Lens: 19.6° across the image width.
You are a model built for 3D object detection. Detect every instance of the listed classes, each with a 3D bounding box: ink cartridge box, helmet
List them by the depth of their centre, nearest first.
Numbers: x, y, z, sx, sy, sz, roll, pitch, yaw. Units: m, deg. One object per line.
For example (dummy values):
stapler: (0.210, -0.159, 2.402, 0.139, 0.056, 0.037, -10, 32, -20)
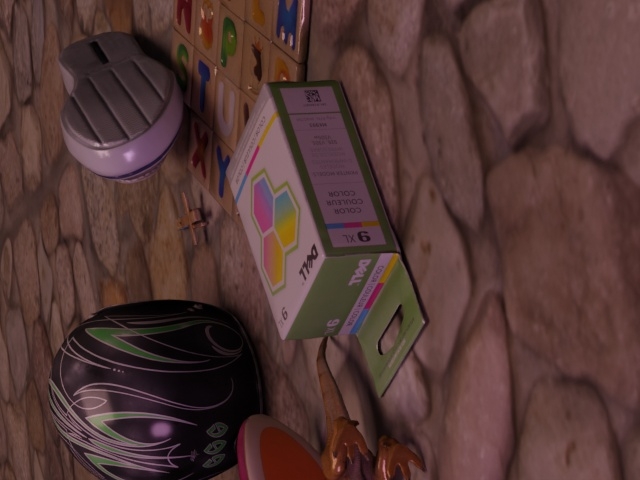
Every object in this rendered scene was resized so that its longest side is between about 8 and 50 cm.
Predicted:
ink cartridge box: (0.000, 0.000, 1.307, 0.109, 0.062, 0.209, 117, 141, -51)
helmet: (-0.144, 0.132, 1.552, 0.169, 0.161, 0.169, 175, 90, -67)

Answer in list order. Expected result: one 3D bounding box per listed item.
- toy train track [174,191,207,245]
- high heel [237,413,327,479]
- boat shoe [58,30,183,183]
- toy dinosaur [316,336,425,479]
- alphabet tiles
toy train track: (-0.115, -0.019, 1.645, 0.083, 0.014, 0.048, 161, 96, -73)
high heel: (-0.019, 0.255, 1.387, 0.244, 0.082, 0.117, 60, 139, 22)
boat shoe: (-0.172, -0.107, 1.655, 0.302, 0.109, 0.094, -115, 5, -66)
toy dinosaur: (0.018, 0.150, 1.296, 0.112, 0.064, 0.212, 131, 130, -61)
alphabet tiles: (-0.069, -0.187, 1.500, 0.285, 0.011, 0.343, -134, 44, -57)
